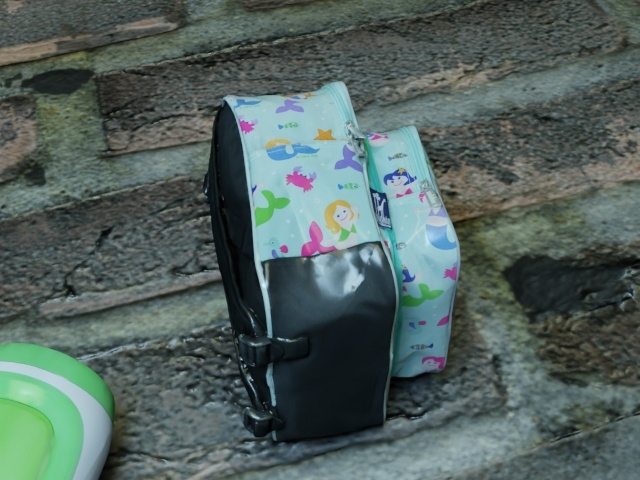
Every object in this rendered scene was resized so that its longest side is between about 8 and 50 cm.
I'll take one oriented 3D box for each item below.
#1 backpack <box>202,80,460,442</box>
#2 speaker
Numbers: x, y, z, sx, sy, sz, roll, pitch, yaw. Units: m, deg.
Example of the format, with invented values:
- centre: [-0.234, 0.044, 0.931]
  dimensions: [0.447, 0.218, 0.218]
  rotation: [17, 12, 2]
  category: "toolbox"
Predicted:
- centre: [0.000, 0.000, 0.775]
  dimensions: [0.191, 0.225, 0.253]
  rotation: [-14, 49, -11]
  category: "backpack"
- centre: [-0.240, 0.217, 0.653]
  dimensions: [0.131, 0.131, 0.296]
  rotation: [7, 47, 10]
  category: "speaker"
